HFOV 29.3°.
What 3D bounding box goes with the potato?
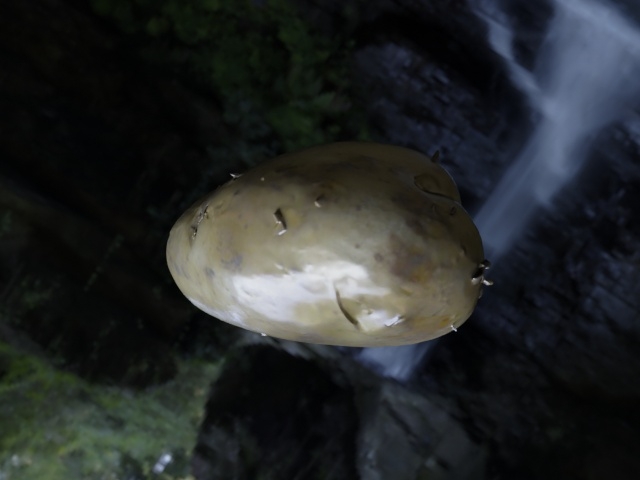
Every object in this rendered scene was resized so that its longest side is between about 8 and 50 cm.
[{"bbox_3d":[0.004,0.001,0.752,0.161,0.128,0.234,13,168,-24],"label":"potato"}]
